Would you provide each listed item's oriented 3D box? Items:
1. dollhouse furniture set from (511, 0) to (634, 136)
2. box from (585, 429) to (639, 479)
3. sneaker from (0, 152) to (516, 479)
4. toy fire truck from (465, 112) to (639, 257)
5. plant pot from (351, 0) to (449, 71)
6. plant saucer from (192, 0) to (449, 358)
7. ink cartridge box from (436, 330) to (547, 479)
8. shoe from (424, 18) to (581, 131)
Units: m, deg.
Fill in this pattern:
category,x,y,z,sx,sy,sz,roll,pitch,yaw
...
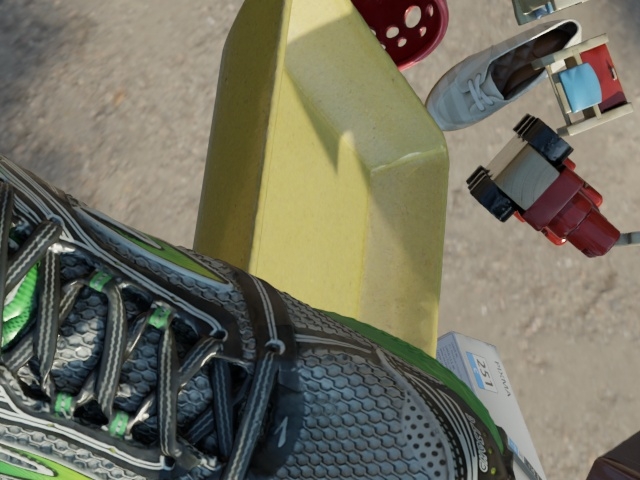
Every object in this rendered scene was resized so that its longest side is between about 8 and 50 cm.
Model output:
category,x,y,z,sx,sy,sz,roll,pitch,yaw
dollhouse furniture set,0.276,-0.210,1.204,0.129,0.129,0.183,-22,95,-5
box,0.372,0.269,1.190,0.191,0.381,0.143,27,107,25
sneaker,-0.094,0.049,0.467,0.344,0.146,0.134,18,74,22
toy fire truck,0.318,-0.041,1.492,0.246,0.217,0.158,42,99,-2
plant pot,0.065,-0.341,1.682,0.191,0.174,0.191,-6,143,-5
plant saucer,0.000,0.000,0.944,0.081,0.332,0.333,-4,155,25
ink cartridge box,0.276,0.295,1.821,0.066,0.261,0.296,-31,61,24
shoe,0.221,-0.205,1.509,0.219,0.058,0.076,-32,92,-2
